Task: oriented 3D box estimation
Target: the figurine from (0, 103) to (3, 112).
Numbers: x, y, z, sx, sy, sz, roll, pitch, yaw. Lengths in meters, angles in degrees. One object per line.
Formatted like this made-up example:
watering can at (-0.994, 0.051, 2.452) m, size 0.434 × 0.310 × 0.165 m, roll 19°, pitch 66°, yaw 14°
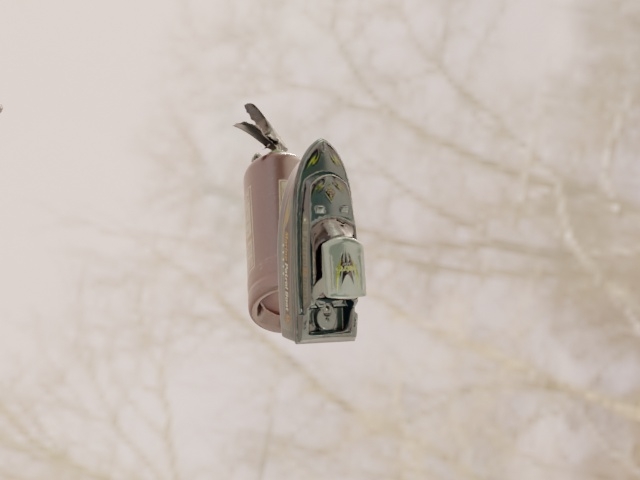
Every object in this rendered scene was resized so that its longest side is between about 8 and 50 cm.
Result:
figurine at (-0.222, -0.155, 0.835) m, size 0.246 × 0.110 × 0.138 m, roll 64°, pitch -159°, yaw 8°

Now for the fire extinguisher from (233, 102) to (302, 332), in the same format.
fire extinguisher at (-0.045, -0.030, 1.806) m, size 0.099 × 0.071 × 0.231 m, roll 38°, pitch -144°, yaw -41°

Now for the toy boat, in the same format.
toy boat at (0.000, 0.000, 1.319) m, size 0.055 × 0.060 × 0.141 m, roll -1°, pitch -90°, yaw -38°
